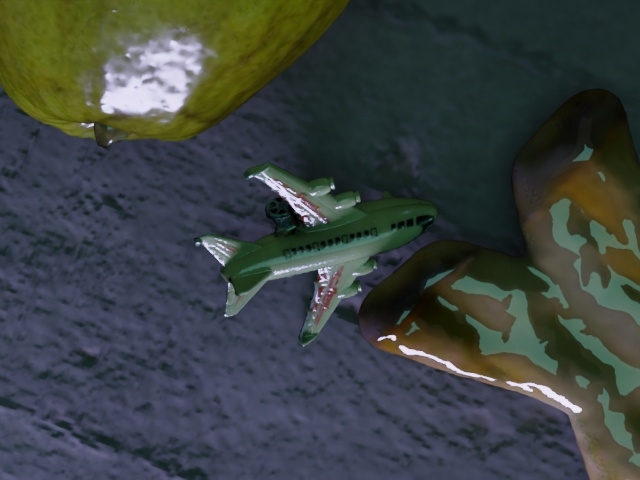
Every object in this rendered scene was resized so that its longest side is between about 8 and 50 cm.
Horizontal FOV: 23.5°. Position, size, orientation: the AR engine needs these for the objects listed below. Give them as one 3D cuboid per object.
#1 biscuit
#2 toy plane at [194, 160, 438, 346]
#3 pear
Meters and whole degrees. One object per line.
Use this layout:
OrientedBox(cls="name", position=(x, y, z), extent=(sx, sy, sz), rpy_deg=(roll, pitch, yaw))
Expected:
OrientedBox(cls="biscuit", position=(0.140, 0.052, 0.711), extent=(0.164, 0.047, 0.208), rpy_deg=(-44, 95, 9))
OrientedBox(cls="toy plane", position=(0.000, 0.000, 0.714), extent=(0.111, 0.040, 0.102), rpy_deg=(-21, 130, -6))
OrientedBox(cls="pear", position=(-0.064, -0.170, 0.623), extent=(0.212, 0.212, 0.269), rpy_deg=(13, 88, 2))
